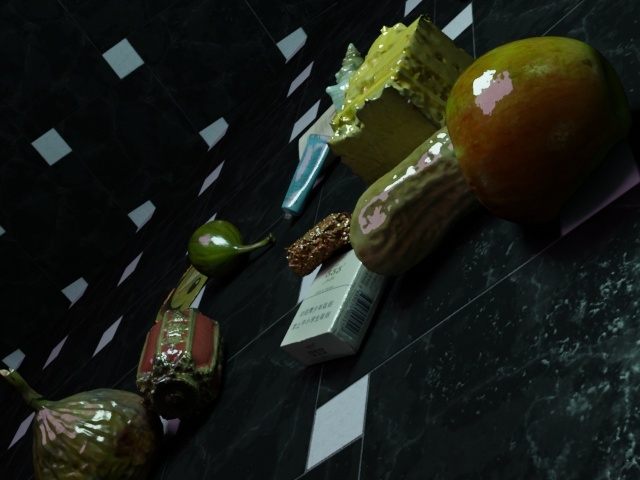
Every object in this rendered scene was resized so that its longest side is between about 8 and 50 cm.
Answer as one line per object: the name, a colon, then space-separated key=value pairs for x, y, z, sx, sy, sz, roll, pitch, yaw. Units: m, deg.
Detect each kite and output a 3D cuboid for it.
kite: x=-0.362 y=0.115 z=2.465 sx=0.327 sy=0.013 sz=0.377 roll=-42 pitch=20 yaw=24

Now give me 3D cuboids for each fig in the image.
fig: x=-0.513 y=0.387 z=1.775 sx=0.286 sy=0.369 sz=0.286 roll=-46 pitch=9 yaw=9
fig: x=-0.214 y=0.030 z=2.169 sx=0.259 sy=0.151 sz=0.151 roll=9 pitch=58 yaw=38

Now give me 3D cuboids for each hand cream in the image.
hand cream: x=-0.039 y=-0.152 z=2.082 sx=0.083 sy=0.048 sz=0.224 roll=14 pitch=78 yaw=44

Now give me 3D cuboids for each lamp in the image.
lamp: x=-0.289 y=0.252 z=1.803 sx=0.177 sy=0.177 sz=0.274 roll=-46 pitch=17 yaw=16

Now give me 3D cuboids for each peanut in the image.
peanut: x=0.165 y=-0.074 z=1.373 sx=0.291 sy=0.143 sz=0.159 roll=-45 pitch=29 yaw=12

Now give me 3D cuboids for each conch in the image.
conch: x=0.084 y=-0.344 z=1.963 sx=0.114 sy=0.137 sz=0.233 roll=-40 pitch=39 yaw=43

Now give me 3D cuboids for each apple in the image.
apple: x=0.294 y=-0.149 z=1.157 sx=0.226 sy=0.246 sz=0.246 roll=-22 pitch=30 yaw=22

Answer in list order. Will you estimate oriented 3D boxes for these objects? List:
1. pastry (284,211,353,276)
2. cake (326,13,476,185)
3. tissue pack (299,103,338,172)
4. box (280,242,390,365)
pastry: x=0.000 y=0.001 z=1.522 sx=0.169 sy=0.063 sz=0.087 roll=-41 pitch=18 yaw=33
cake: x=0.173 y=-0.249 z=1.552 sx=0.222 sy=0.227 sz=0.286 roll=-31 pitch=27 yaw=48
tissue pack: x=0.072 y=-0.311 z=2.147 sx=0.325 sy=0.071 sz=0.170 roll=-44 pitch=25 yaw=21
box: x=0.045 y=0.081 z=1.478 sx=0.168 sy=0.071 sz=0.259 roll=-25 pitch=31 yaw=56
